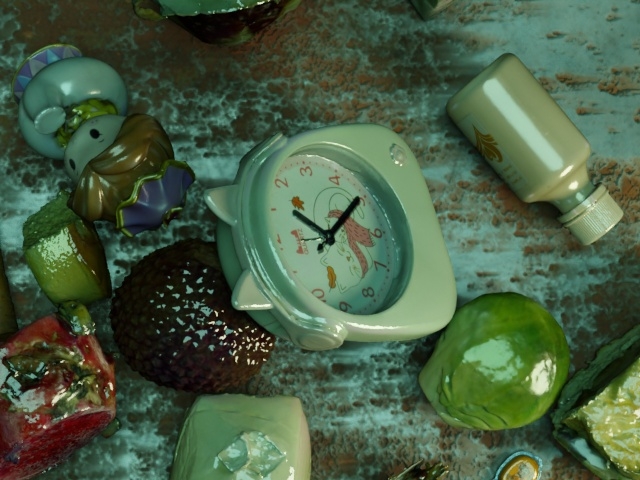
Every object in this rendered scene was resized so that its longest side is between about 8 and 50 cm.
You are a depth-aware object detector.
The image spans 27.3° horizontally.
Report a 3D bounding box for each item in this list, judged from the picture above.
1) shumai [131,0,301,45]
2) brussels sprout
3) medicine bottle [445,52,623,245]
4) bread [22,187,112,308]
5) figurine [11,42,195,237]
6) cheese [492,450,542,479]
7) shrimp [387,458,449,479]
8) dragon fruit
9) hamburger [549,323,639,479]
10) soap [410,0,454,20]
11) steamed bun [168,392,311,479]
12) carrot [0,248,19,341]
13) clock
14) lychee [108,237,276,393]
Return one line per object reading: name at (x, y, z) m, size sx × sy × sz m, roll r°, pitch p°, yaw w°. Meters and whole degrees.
shumai at (-0.130, -0.400, 1.548) m, size 0.395 × 0.395 × 0.348 m, roll -4°, pitch 106°, yaw -7°
brussels sprout at (0.214, 0.154, 1.598) m, size 0.181 × 0.144 × 0.161 m, roll -44°, pitch 128°, yaw 12°
medicine bottle at (0.274, -0.108, 1.643) m, size 0.114 × 0.114 × 0.252 m, roll -41°, pitch 91°, yaw -9°
bread at (-0.294, 0.021, 1.554) m, size 0.086 × 0.156 × 0.125 m, roll -25°, pitch 115°, yaw -5°
figurine at (-0.252, -0.112, 1.529) m, size 0.263 × 0.189 × 0.142 m, roll 48°, pitch 112°, yaw 30°
cheese at (0.230, 0.303, 1.649) m, size 0.111 × 0.017 × 0.047 m, roll -31°, pitch 86°, yaw -8°
shrimp at (0.087, 0.370, 1.607) m, size 0.133 × 0.053 × 0.236 m, roll 41°, pitch 85°, yaw 0°
dragon fruit at (-0.330, 0.198, 1.508) m, size 0.282 × 0.211 × 0.147 m, roll -42°, pitch 84°, yaw 18°
hamburger at (0.449, 0.199, 1.626) m, size 0.309 × 0.132 × 0.211 m, roll -40°, pitch 91°, yaw -8°
soap at (0.142, -0.403, 1.620) m, size 0.138 × 0.182 × 0.199 m, roll -36°, pitch 91°, yaw -9°
steamed bun at (-0.094, 0.293, 1.542) m, size 0.170 × 0.152 × 0.238 m, roll 8°, pitch 81°, yaw -5°
carrot at (-0.404, 0.012, 1.587) m, size 0.057 × 0.057 × 0.224 m, roll -8°, pitch 81°, yaw -8°
clock at (0.000, 0.000, 1.522) m, size 0.324 × 0.109 × 0.265 m, roll -5°, pitch 75°, yaw -42°
lychee at (-0.157, 0.096, 1.544) m, size 0.188 × 0.188 × 0.188 m, roll 1°, pitch 85°, yaw -7°
